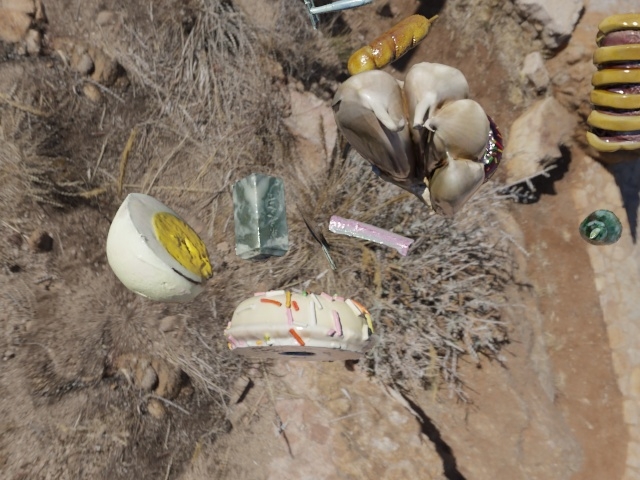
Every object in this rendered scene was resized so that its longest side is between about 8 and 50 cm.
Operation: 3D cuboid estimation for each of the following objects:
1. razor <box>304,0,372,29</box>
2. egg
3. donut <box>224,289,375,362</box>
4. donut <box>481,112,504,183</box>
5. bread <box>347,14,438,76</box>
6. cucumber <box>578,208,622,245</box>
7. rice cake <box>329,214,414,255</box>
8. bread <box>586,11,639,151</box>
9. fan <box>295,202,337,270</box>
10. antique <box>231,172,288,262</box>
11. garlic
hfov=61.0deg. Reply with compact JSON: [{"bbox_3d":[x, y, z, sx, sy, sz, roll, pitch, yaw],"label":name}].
[{"bbox_3d":[0.040,-0.480,1.114,0.135,0.068,0.040,-4,52,18],"label":"razor"},{"bbox_3d":[-0.464,0.046,1.486,0.201,0.337,0.337,-42,98,8],"label":"egg"},{"bbox_3d":[-0.052,0.219,1.365,0.382,0.382,0.143,8,71,-18],"label":"donut"},{"bbox_3d":[0.363,-0.243,1.407,0.235,0.089,0.235,0,88,0],"label":"donut"},{"bbox_3d":[0.215,-0.576,1.579,0.344,0.124,0.084,-39,118,-16],"label":"bread"},{"bbox_3d":[0.274,-0.012,0.527,0.155,0.037,0.037,-6,82,-62],"label":"cucumber"},{"bbox_3d":[0.164,-0.020,1.799,0.290,0.051,0.081,19,35,9],"label":"rice cake"},{"bbox_3d":[0.523,-0.262,0.906,0.134,0.081,0.225,1,111,20],"label":"bread"},{"bbox_3d":[0.000,0.000,1.450,0.008,0.227,0.152,-34,140,9],"label":"fan"},{"bbox_3d":[-0.133,-0.045,1.203,0.088,0.086,0.183,7,72,-44],"label":"antique"},{"bbox_3d":[0.133,-0.146,0.793,0.210,0.292,0.238,-14,63,10],"label":"garlic"}]
